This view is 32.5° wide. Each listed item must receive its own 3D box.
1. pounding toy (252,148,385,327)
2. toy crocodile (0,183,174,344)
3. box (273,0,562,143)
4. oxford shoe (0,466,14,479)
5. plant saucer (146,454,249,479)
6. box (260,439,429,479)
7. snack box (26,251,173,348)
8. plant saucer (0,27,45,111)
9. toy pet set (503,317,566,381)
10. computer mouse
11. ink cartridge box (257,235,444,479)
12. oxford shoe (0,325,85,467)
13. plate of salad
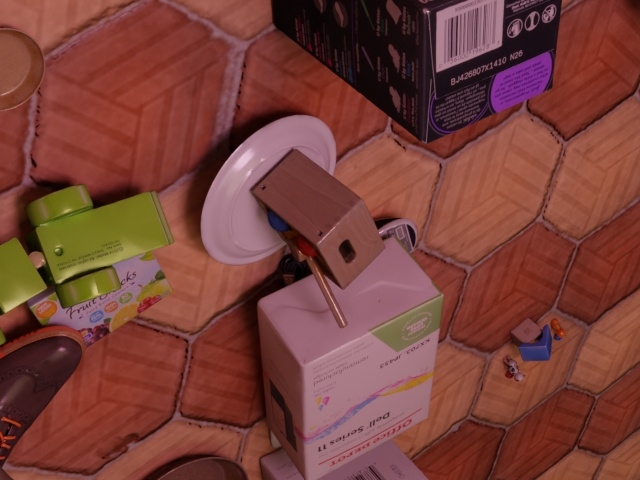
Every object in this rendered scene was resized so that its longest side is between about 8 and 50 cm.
[{"bbox_3d":[0.000,0.000,1.226,0.100,0.130,0.141,-44,148,-10],"label":"pounding toy"},{"bbox_3d":[-0.305,0.034,1.092,0.340,0.105,0.115,-26,94,-26],"label":"toy crocodile"},{"bbox_3d":[0.085,-0.238,1.064,0.165,0.270,0.143,-24,135,-23],"label":"box"},{"bbox_3d":[-0.368,0.217,1.061,0.348,0.123,0.130,26,92,-7],"label":"oxford shoe"},{"bbox_3d":[-0.191,0.362,1.498,0.198,0.036,0.198,-22,134,-24],"label":"plant saucer"},{"bbox_3d":[0.036,0.366,1.577,0.181,0.182,0.119,-24,132,-24],"label":"box"},{"bbox_3d":[-0.244,0.055,1.207,0.141,0.037,0.100,-34,137,-12],"label":"snack box"},{"bbox_3d":[-0.295,-0.159,1.010,0.083,0.015,0.083,-22,133,-25],"label":"plant saucer"},{"bbox_3d":[0.358,0.177,1.777,0.122,0.065,0.114,-37,138,-11],"label":"toy pet set"},{"bbox_3d":[0.036,0.024,1.413,0.193,0.042,0.106,-28,131,-11],"label":"computer mouse"},{"bbox_3d":[0.038,0.182,1.441,0.207,0.119,0.353,-25,144,-19],"label":"ink cartridge box"},{"bbox_3d":[-0.346,0.203,1.175,0.271,0.098,0.097,-45,136,9],"label":"oxford shoe"},{"bbox_3d":[-0.062,-0.060,1.258,0.200,0.048,0.200,-33,144,-27],"label":"plate of salad"}]
